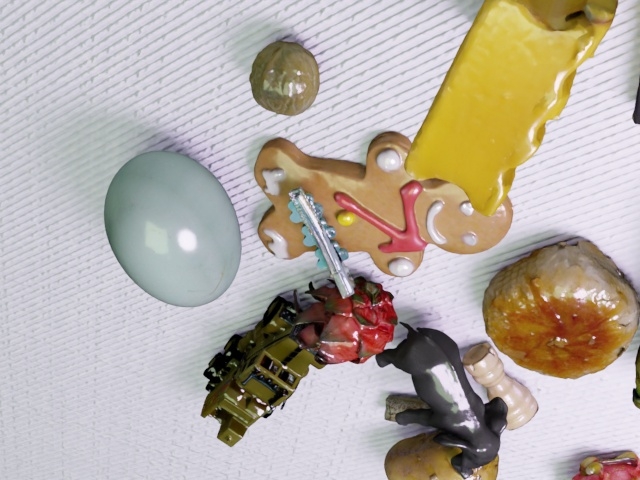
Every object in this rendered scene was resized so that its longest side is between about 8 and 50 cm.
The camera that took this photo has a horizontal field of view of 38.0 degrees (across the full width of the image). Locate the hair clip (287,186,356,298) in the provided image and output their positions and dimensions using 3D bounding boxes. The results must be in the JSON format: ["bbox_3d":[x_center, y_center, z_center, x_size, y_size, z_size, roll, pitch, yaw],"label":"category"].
[{"bbox_3d":[-0.001,0.000,1.192,0.049,0.049,0.173,-12,121,27],"label":"hair clip"}]

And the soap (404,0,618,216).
[{"bbox_3d":[0.189,-0.192,0.850,0.096,0.324,0.204,28,130,2],"label":"soap"}]

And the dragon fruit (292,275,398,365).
[{"bbox_3d":[0.036,0.110,1.272,0.142,0.130,0.121,-8,87,12],"label":"dragon fruit"}]

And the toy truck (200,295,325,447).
[{"bbox_3d":[-0.083,0.198,1.390,0.127,0.127,0.257,37,127,-10],"label":"toy truck"}]

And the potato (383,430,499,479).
[{"bbox_3d":[0.187,0.348,1.415,0.176,0.137,0.137,-18,120,33],"label":"potato"}]

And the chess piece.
[{"bbox_3d":[0.253,0.203,1.321,0.066,0.066,0.122,-22,112,32],"label":"chess piece"}]

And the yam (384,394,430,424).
[{"bbox_3d":[0.143,0.259,1.413,0.094,0.043,0.043,3,129,14],"label":"yam"}]

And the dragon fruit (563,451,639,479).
[{"bbox_3d":[0.457,0.389,1.360,0.207,0.150,0.133,4,158,8],"label":"dragon fruit"}]

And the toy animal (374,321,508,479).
[{"bbox_3d":[0.166,0.228,1.285,0.245,0.114,0.146,54,152,-12],"label":"toy animal"}]

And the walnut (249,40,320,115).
[{"bbox_3d":[-0.041,-0.189,1.090,0.092,0.092,0.092,10,130,12],"label":"walnut"}]

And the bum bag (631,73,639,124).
[{"bbox_3d":[0.370,-0.214,0.938,0.106,0.060,0.232,3,129,18],"label":"bum bag"}]

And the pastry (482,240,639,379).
[{"bbox_3d":[0.307,0.097,1.192,0.182,0.093,0.192,40,129,-18],"label":"pastry"}]

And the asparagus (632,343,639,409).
[{"bbox_3d":[0.449,0.053,1.090,0.108,0.128,0.382,42,145,43],"label":"asparagus"}]

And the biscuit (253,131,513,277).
[{"bbox_3d":[0.074,-0.038,1.195,0.339,0.047,0.216,8,131,14],"label":"biscuit"}]

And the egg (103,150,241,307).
[{"bbox_3d":[-0.191,-0.012,1.225,0.168,0.168,0.231,-4,129,22],"label":"egg"}]
